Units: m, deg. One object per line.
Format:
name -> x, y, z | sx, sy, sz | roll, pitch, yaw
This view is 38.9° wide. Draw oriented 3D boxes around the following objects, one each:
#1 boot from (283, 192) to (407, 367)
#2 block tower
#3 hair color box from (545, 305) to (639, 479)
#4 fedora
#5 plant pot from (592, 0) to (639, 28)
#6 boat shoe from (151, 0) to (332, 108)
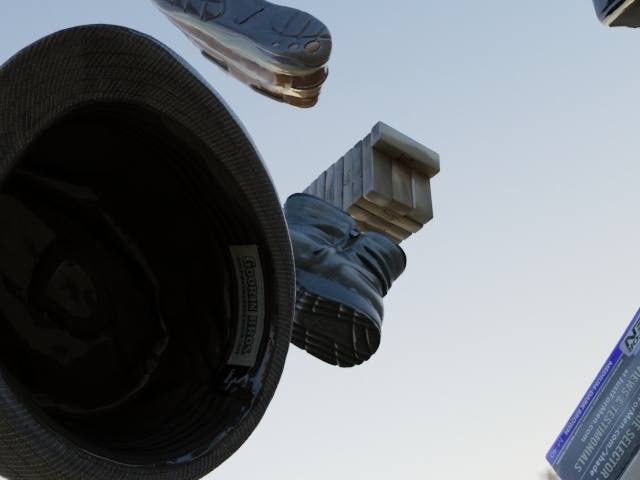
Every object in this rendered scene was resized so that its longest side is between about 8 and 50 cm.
boot -> -0.042, 0.003, 0.803 | 0.083, 0.246, 0.161 | -54, 8, 30
block tower -> 0.000, 0.000, 1.091 | 0.091, 0.097, 0.335 | 25, -45, -27
hair color box -> 0.387, 0.195, 0.765 | 0.339, 0.110, 0.185 | 27, -80, -15
fedora -> -0.135, 0.020, 0.523 | 0.275, 0.124, 0.243 | 48, -124, -41
plant pot -> 0.319, -0.276, 0.766 | 0.187, 0.188, 0.167 | -2, -22, -19
boat shoe -> -0.118, -0.272, 1.214 | 0.123, 0.324, 0.116 | -35, -35, -27
